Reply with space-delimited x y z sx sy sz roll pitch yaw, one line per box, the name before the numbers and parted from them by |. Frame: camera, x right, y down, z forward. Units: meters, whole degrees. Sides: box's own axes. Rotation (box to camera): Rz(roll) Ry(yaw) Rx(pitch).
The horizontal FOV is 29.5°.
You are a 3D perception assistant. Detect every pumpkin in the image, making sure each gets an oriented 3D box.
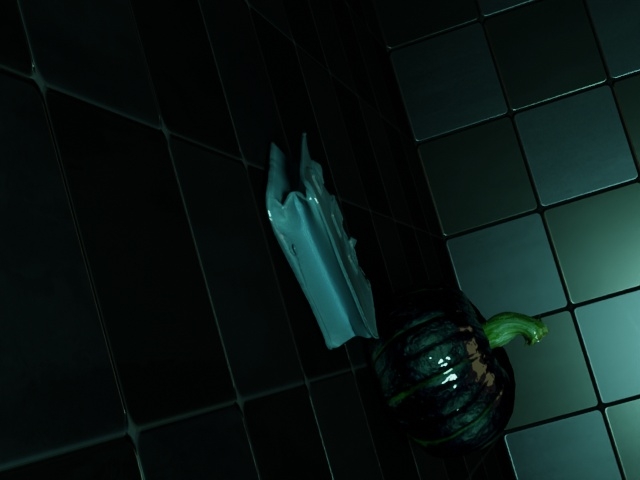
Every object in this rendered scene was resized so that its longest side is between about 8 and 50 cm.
pumpkin | 0.194 0.159 1.668 0.248 0.248 0.248 -17 90 -78

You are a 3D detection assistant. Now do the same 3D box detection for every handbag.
handbag | 0.000 0.000 1.458 0.179 0.062 0.229 -92 161 -61
